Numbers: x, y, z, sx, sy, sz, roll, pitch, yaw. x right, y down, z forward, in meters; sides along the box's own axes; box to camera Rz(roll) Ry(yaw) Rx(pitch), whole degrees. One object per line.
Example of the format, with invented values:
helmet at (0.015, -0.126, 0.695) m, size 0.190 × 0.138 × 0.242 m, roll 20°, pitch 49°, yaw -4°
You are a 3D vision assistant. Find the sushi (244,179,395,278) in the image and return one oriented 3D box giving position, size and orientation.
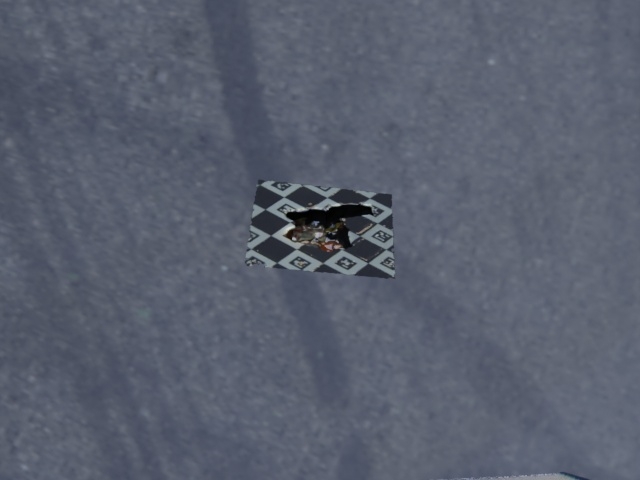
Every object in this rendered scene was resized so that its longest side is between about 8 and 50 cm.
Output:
sushi at (0.000, 0.000, 1.238) m, size 0.126 × 0.120 × 0.026 m, roll -87°, pitch -176°, yaw -55°

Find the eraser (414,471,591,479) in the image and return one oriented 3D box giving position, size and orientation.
eraser at (0.107, 0.173, 0.999) m, size 0.150 × 0.104 × 0.023 m, roll -2°, pitch 88°, yaw -10°
